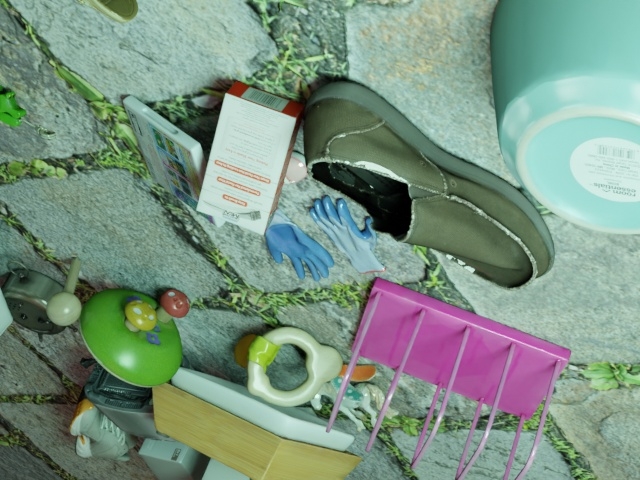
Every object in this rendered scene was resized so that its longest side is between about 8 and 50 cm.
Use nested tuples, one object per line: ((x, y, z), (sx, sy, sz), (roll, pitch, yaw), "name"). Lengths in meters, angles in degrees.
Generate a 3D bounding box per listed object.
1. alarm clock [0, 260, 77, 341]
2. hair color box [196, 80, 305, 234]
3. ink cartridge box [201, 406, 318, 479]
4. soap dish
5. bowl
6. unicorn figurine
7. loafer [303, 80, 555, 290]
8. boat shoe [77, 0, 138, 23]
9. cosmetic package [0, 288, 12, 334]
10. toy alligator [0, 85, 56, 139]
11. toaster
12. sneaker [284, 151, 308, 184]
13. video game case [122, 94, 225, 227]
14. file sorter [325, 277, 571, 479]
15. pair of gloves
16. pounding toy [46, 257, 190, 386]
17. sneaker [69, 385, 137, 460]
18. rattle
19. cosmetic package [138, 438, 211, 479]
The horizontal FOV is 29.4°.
((-0.493, 0.097, 2.085), (0.129, 0.064, 0.192), (10, 142, 19), "alarm clock")
((-0.086, -0.101, 1.502), (0.093, 0.053, 0.167), (20, 118, 5), "hair color box")
((-0.088, 0.427, 2.140), (0.168, 0.232, 0.171), (-1, 139, 30), "ink cartridge box")
((-0.111, 0.311, 1.979), (0.291, 0.118, 0.229), (19, 175, 37), "soap dish")
((0.297, -0.123, 1.198), (0.312, 0.163, 0.311), (17, 146, 12), "bowl")
((0.048, 0.265, 1.997), (0.162, 0.060, 0.111), (-27, 110, 33), "unicorn figurine")
((0.117, -0.035, 1.458), (0.366, 0.130, 0.134), (33, 146, -14), "loafer")
((-0.270, -0.297, 1.407), (0.135, 0.050, 0.045), (42, 147, -9), "boat shoe")
((-0.743, 0.066, 1.902), (0.329, 0.327, 0.393), (26, 149, 18), "cosmetic package")
((-0.441, -0.190, 1.660), (0.190, 0.056, 0.051), (19, 106, 7), "toy alligator")
((-0.308, 0.272, 2.154), (0.227, 0.129, 0.146), (3, 144, 26), "toaster")
((-0.077, -0.074, 1.578), (0.134, 0.070, 0.051), (-3, 135, 34), "sneaker")
((-0.191, -0.103, 1.603), (0.143, 0.019, 0.157), (35, 155, 31), "video game case")
((0.171, 0.224, 1.741), (0.291, 0.182, 0.202), (21, 147, 4), "file sorter")
((0.000, 0.000, 1.679), (0.198, 0.023, 0.159), (-3, 139, 35), "pair of gloves")
((-0.294, 0.111, 1.914), (0.237, 0.183, 0.110), (37, 119, -14), "pounding toy")
((-0.418, 0.363, 2.395), (0.121, 0.099, 0.262), (14, 154, 2), "sneaker")
((-0.027, 0.205, 1.945), (0.200, 0.130, 0.143), (2, 162, -15), "rattle")
((-0.240, 0.420, 2.322), (0.107, 0.127, 0.238), (4, 141, 27), "cosmetic package")
